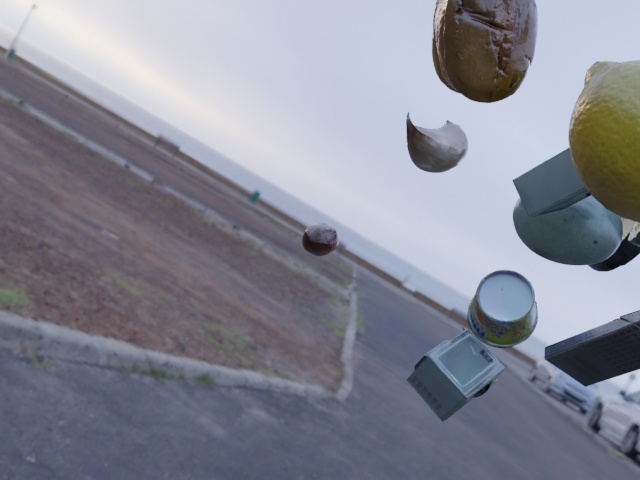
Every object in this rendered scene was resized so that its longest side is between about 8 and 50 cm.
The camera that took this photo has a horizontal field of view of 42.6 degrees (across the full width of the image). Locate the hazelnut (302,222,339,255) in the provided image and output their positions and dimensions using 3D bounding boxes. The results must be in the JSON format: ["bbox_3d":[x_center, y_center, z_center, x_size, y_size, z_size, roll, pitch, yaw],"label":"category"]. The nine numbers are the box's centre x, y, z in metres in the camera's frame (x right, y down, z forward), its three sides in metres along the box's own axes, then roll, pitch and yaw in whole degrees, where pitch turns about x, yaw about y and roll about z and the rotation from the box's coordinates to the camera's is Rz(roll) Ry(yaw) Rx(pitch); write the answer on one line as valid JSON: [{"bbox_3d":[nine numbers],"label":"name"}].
[{"bbox_3d":[0.000,0.000,1.898,0.086,0.086,0.086,30,2,-1],"label":"hazelnut"}]

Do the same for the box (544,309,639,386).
[{"bbox_3d":[0.780,0.290,2.180,0.180,0.047,0.325,34,-42,-22],"label":"box"}]

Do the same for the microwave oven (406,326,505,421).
[{"bbox_3d":[0.343,0.345,2.102,0.163,0.129,0.205,48,39,19],"label":"microwave oven"}]

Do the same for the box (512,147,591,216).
[{"bbox_3d":[0.490,-0.130,1.519,0.129,0.225,0.086,-13,76,-45],"label":"box"}]

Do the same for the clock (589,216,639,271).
[{"bbox_3d":[0.792,-0.072,2.178,0.067,0.325,0.325,29,2,-13],"label":"clock"}]

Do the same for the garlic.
[{"bbox_3d":[0.278,-0.217,1.930,0.115,0.128,0.206,27,17,32],"label":"garlic"}]

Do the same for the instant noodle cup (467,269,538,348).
[{"bbox_3d":[0.512,0.179,2.303,0.205,0.205,0.153,31,-19,23],"label":"instant noodle cup"}]

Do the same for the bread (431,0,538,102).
[{"bbox_3d":[0.316,-0.404,1.590,0.195,0.270,0.142,2,11,-16],"label":"bread"}]

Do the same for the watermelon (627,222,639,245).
[{"bbox_3d":[0.792,-0.118,1.713,0.189,0.331,0.331,24,2,3],"label":"watermelon"}]

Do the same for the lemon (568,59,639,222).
[{"bbox_3d":[0.412,-0.123,1.037,0.244,0.187,0.187,60,3,1],"label":"lemon"}]

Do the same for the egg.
[{"bbox_3d":[0.513,-0.036,1.717,0.236,0.169,0.169,23,-3,45],"label":"egg"}]
